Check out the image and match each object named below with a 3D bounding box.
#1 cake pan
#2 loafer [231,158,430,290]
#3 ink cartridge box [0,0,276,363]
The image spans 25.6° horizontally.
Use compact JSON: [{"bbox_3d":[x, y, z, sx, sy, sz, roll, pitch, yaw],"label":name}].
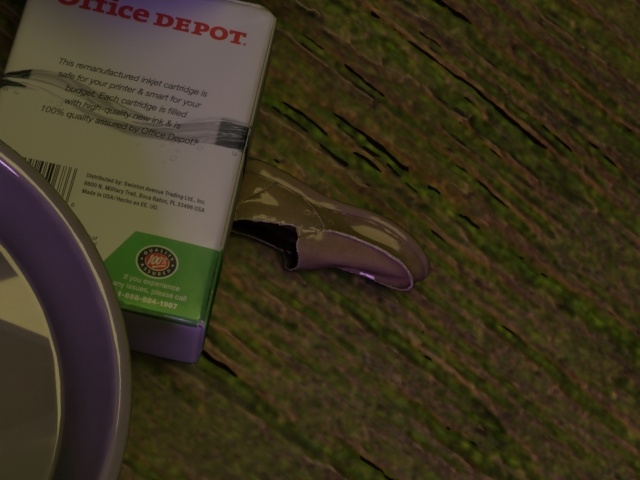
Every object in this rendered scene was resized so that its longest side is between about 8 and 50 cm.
[{"bbox_3d":[-0.235,0.065,0.677,0.293,0.054,0.293,12,66,-28],"label":"cake pan"},{"bbox_3d":[0.000,0.000,0.921,0.148,0.056,0.050,25,66,-2],"label":"loafer"},{"bbox_3d":[-0.121,-0.048,0.850,0.153,0.087,0.208,14,68,-2],"label":"ink cartridge box"}]
